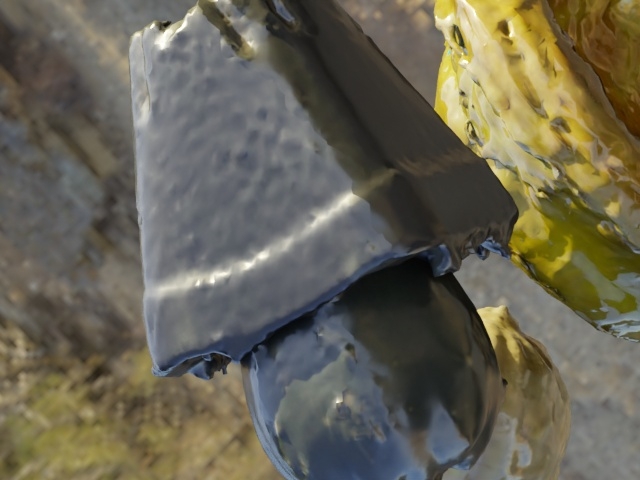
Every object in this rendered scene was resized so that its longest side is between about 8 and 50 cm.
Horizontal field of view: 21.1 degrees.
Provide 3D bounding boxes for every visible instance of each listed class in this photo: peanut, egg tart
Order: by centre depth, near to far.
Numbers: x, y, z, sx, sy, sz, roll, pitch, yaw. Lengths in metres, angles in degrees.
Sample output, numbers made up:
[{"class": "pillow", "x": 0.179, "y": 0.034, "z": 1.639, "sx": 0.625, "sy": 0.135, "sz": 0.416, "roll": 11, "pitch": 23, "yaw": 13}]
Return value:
[{"class": "egg tart", "x": 0.203, "y": -0.061, "z": 1.148, "sx": 0.388, "sy": 0.388, "sz": 0.169, "roll": 44, "pitch": 117, "yaw": 1}, {"class": "peanut", "x": 0.103, "y": 0.135, "z": 1.195, "sx": 0.140, "sy": 0.153, "sz": 0.325, "roll": 5, "pitch": 166, "yaw": 9}]

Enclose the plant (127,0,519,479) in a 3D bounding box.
[{"class": "plant", "x": 0.000, "y": 0.000, "z": 0.814, "sx": 0.142, "sy": 0.164, "sz": 0.256, "roll": -4, "pitch": -107, "yaw": -64}]
